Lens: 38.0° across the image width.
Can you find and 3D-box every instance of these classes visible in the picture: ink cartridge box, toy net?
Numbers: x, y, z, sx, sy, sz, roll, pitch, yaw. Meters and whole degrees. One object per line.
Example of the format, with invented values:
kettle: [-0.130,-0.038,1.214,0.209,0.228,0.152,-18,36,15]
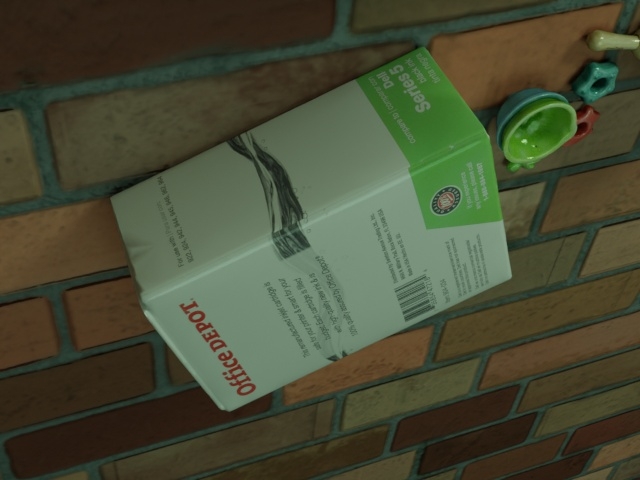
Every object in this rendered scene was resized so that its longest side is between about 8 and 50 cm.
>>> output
ink cartridge box: [0.000,0.000,0.746,0.273,0.115,0.198,-25,143,-1]
toy net: [0.255,-0.134,0.792,0.232,0.045,0.122,-32,142,9]
